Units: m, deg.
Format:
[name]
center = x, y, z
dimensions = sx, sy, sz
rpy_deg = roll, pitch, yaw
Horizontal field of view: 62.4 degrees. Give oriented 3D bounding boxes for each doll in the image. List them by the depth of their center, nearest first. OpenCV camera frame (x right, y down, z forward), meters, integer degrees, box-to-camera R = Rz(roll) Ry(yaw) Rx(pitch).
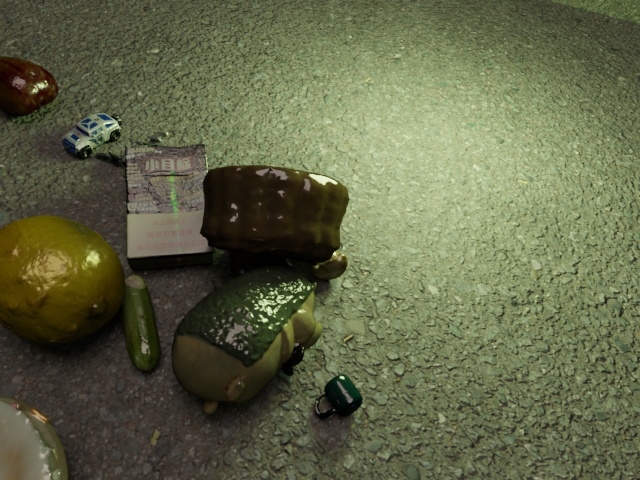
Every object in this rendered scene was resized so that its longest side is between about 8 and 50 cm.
[doll]
center = -0.134, 0.181, 1.079
dimensions = 0.248, 0.247, 0.349
rpy_deg = 26, 42, 11

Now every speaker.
[speaker]
center = 0.032, 0.325, 1.084
dimensions = 0.095, 0.060, 0.075
rpy_deg = -23, 57, -25

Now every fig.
[fig]
center = -0.903, -0.462, 1.505
dimensions = 0.274, 0.145, 0.170
rpy_deg = 29, 50, -5

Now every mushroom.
[mushroom]
center = 0.000, -0.001, 1.327
dimensions = 0.097, 0.088, 0.212
rpy_deg = -8, 60, -16

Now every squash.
[squash]
center = -0.391, 0.169, 1.135
dimensions = 0.069, 0.069, 0.238
rpy_deg = -13, 55, -19

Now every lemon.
[lemon]
center = -0.541, 0.077, 1.070
dimensions = 0.284, 0.260, 0.260
rpy_deg = 13, 50, 3

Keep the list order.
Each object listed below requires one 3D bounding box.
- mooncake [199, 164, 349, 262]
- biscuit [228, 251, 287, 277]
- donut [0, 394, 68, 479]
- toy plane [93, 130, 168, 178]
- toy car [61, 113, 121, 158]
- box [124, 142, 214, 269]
[mooncake]
center = -0.103, -0.053, 1.167
dimensions = 0.325, 0.324, 0.186
rpy_deg = 6, 87, -5
[biscuit]
center = -0.135, 0.050, 1.300
dimensions = 0.229, 0.031, 0.176
rpy_deg = 39, 57, 22
[donut]
center = -0.593, 0.434, 0.835
dimensions = 0.383, 0.142, 0.382
rpy_deg = 4, 51, -5
[toy plane]
center = -0.505, -0.216, 1.422
dimensions = 0.262, 0.088, 0.192
rpy_deg = 13, 77, 6
[toy car]
center = -0.635, -0.303, 1.479
dimensions = 0.080, 0.070, 0.171
rpy_deg = 33, 54, 18
[box]
center = -0.369, -0.087, 1.294
dimensions = 0.198, 0.084, 0.309
rpy_deg = -4, 67, -13
